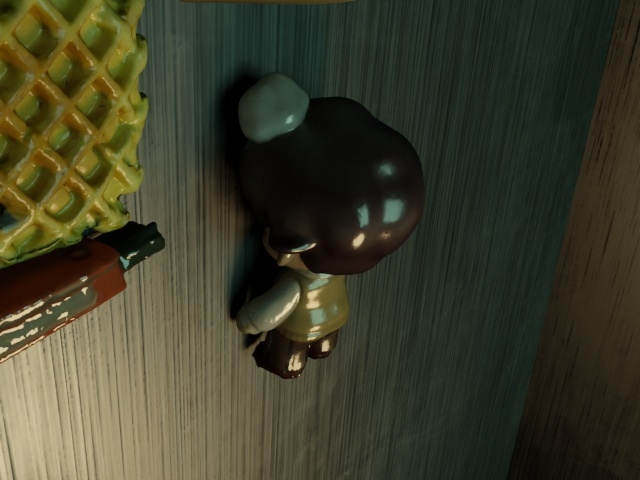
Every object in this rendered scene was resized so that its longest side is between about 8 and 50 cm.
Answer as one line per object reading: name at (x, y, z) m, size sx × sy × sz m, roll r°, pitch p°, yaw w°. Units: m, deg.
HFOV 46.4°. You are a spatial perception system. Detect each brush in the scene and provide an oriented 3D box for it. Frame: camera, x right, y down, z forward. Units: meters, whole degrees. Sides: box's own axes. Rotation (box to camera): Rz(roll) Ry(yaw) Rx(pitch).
brush at (-0.253, 0.062, 0.586) m, size 0.323 × 0.070 × 0.051 m, roll -33°, pitch 133°, yaw -44°

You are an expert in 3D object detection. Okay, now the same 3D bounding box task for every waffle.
waffle at (-0.223, -0.096, 0.550) m, size 0.261 × 0.056 × 0.250 m, roll -23°, pitch 127°, yaw -51°

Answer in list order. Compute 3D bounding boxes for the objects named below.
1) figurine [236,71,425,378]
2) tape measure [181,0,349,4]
figurine at (-0.011, -0.010, 0.899) m, size 0.218 × 0.206 × 0.365 m, roll -13°, pitch 147°, yaw -33°
tape measure at (-0.100, -0.253, 0.502) m, size 0.231 × 0.271 × 0.133 m, roll 30°, pitch 82°, yaw -46°
